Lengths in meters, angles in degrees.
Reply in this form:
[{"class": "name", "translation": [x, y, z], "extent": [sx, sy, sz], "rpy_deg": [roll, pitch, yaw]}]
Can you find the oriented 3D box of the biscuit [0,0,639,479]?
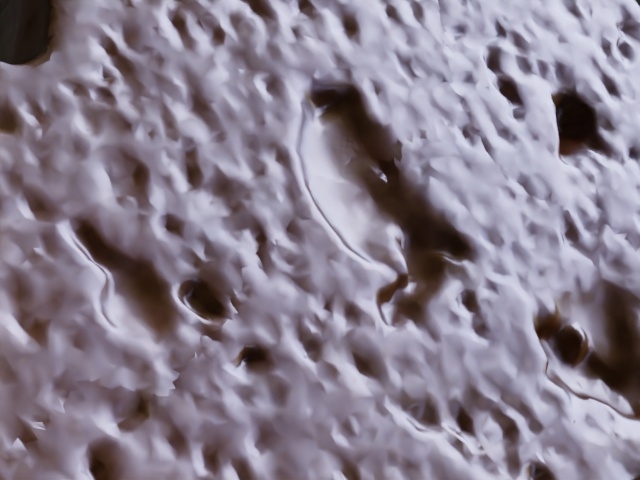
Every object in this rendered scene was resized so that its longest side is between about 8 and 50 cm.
[{"class": "biscuit", "translation": [0.000, 0.000, 0.456], "extent": [0.284, 0.306, 0.043], "rpy_deg": [54, -45, 3]}]
